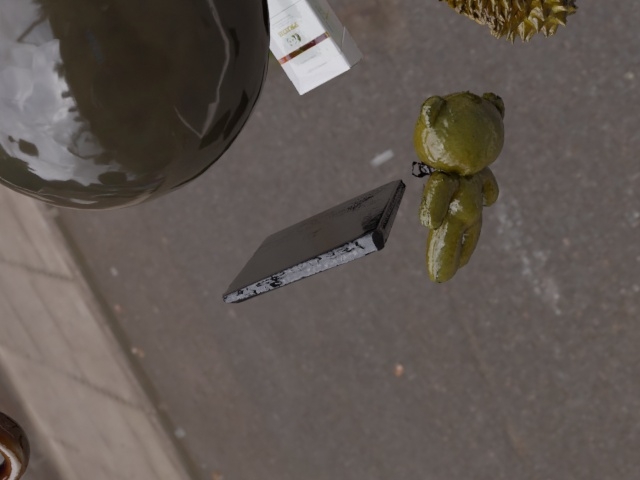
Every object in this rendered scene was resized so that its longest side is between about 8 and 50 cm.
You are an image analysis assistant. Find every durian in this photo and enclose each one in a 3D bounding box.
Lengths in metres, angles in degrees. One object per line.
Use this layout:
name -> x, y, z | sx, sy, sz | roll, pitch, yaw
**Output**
durian -> 0.207, -0.319, 1.387 | 0.138, 0.250, 0.183 | 25, 97, 42

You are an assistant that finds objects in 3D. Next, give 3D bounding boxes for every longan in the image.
longan -> -0.128, -0.115, 0.745 | 0.196, 0.220, 0.196 | 22, 119, 48

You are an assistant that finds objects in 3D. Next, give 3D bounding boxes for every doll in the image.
doll -> 0.135, -0.061, 1.357 | 0.097, 0.137, 0.209 | 22, 115, 38

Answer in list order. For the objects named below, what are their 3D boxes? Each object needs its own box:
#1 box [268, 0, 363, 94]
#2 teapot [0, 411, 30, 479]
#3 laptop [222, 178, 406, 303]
box -> -0.029, -0.245, 1.405 | 0.084, 0.040, 0.154 | -24, 107, 40
teapot -> -0.300, 0.167, 0.861 | 0.135, 0.252, 0.178 | 55, -154, -40
laptop -> 0.000, 0.000, 1.011 | 0.016, 0.135, 0.197 | 65, -166, -9
